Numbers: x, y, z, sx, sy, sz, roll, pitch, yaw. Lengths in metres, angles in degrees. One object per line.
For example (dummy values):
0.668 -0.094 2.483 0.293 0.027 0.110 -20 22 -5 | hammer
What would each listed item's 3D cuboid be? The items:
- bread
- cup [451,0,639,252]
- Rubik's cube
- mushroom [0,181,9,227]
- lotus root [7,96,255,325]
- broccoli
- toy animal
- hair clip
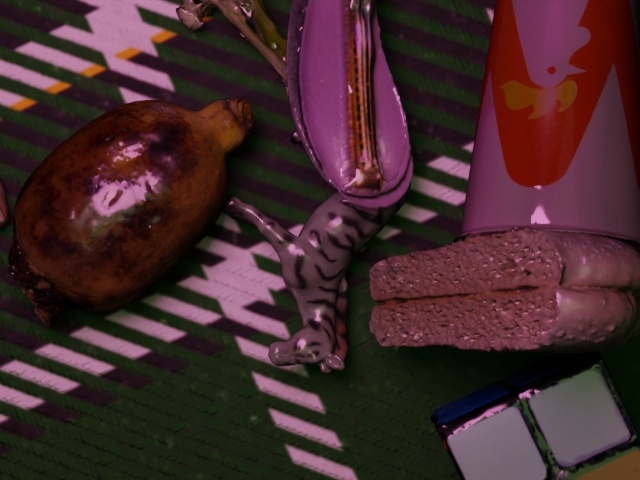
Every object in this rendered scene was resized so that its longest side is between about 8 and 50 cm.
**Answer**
0.186 0.055 1.129 0.183 0.337 0.102 6 83 -26 | bread
0.233 -0.128 1.214 0.203 0.203 0.289 4 80 3 | cup
0.218 0.216 1.191 0.167 0.183 0.180 -26 84 2 | Rubik's cube
-0.414 0.003 1.281 0.212 0.088 0.097 -41 105 -6 | mushroom
-0.196 -0.042 1.244 0.314 0.141 0.169 -43 83 0 | lotus root
-0.064 -0.229 1.277 0.122 0.118 0.204 -36 102 -11 | broccoli
-0.018 -0.004 1.264 0.170 0.090 0.255 21 92 -3 | toy animal
0.029 -0.201 1.236 0.095 0.110 0.359 -4 78 31 | hair clip
